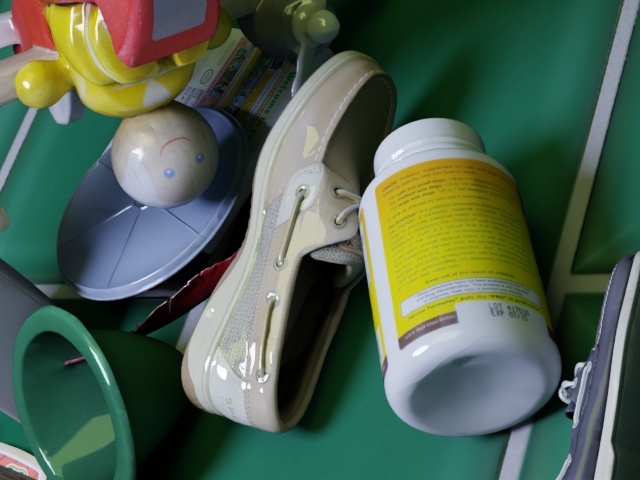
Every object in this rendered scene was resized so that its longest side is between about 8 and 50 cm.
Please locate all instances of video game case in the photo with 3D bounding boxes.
[{"bbox_3d":[-0.107,-0.099,1.351,0.193,0.023,0.212,18,70,45],"label":"video game case"}]

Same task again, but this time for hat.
[{"bbox_3d":[-0.120,0.107,1.196,0.208,0.183,0.173,-33,78,53],"label":"hat"}]

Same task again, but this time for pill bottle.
[{"bbox_3d":[0.090,0.019,1.031,0.117,0.117,0.215,-26,46,21],"label":"pill bottle"}]

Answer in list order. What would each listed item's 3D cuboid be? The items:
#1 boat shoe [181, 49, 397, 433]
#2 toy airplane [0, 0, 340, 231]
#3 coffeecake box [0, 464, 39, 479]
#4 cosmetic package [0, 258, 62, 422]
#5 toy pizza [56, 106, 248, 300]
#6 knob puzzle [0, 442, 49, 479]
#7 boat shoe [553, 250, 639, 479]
[{"bbox_3d":[0.000,0.000,1.132,0.098,0.109,0.302,14,74,38],"label":"boat shoe"},{"bbox_3d":[-0.175,-0.146,1.209,0.386,0.384,0.272,-26,89,22],"label":"toy airplane"},{"bbox_3d":[-0.220,0.246,1.074,0.068,0.142,0.185,-47,46,9],"label":"coffeecake box"},{"bbox_3d":[-0.304,0.049,1.238,0.107,0.238,0.127,-49,39,-7],"label":"cosmetic package"},{"bbox_3d":[-0.140,-0.029,1.279,0.201,0.032,0.201,-22,44,23],"label":"toy pizza"},{"bbox_3d":[-0.303,0.243,1.240,0.213,0.030,0.213,-22,47,25],"label":"knob puzzle"},{"bbox_3d":[0.172,0.099,0.938,0.065,0.075,0.206,-2,63,34],"label":"boat shoe"}]
